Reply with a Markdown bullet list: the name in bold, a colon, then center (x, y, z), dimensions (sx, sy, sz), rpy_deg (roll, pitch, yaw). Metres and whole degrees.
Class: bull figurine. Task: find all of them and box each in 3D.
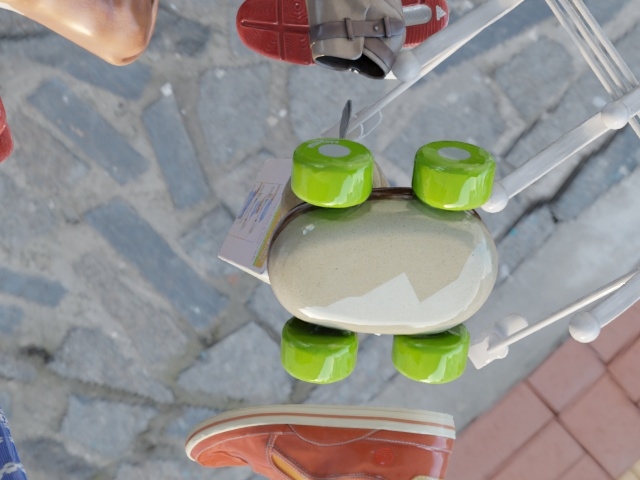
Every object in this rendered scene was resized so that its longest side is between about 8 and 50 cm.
- **bull figurine**: center (-0.275, -0.292, 1.344), dimensions (0.310, 0.101, 0.188), rpy_deg (28, 78, -50)

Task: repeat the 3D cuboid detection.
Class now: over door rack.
- **over door rack**: center (0.131, -0.036, 0.990), dimensions (0.108, 0.324, 0.239), rpy_deg (-33, 88, -32)

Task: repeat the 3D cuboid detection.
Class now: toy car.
- **toy car**: center (0.032, -0.016, 0.927), dimensions (0.149, 0.188, 0.155), rpy_deg (1, 116, -8)

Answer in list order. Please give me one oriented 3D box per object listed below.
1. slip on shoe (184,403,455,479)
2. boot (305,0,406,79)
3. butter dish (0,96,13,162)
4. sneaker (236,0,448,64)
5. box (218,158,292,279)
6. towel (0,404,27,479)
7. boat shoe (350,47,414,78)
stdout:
- **slip on shoe**: center (-0.011, 0.227, 1.412), dimensions (0.123, 0.331, 0.101), rpy_deg (21, 69, -53)
- **boot**: center (0.005, -0.159, 0.905), dimensions (0.118, 0.042, 0.087), rpy_deg (15, 69, -17)
- **butter dish**: center (-0.317, -0.116, 1.071), dimensions (0.160, 0.118, 0.160), rpy_deg (-32, 104, -37)
- **sneaker**: center (0.028, -0.230, 1.441), dimensions (0.221, 0.128, 0.087), rpy_deg (3, 98, 8)
- **box**: center (0.000, 0.000, 1.137), dimensions (0.114, 0.203, 0.103), rpy_deg (27, 87, -13)
- **towel**: center (-0.187, 0.238, 0.711), dimensions (0.040, 0.336, 0.243), rpy_deg (11, 120, -38)
- **boat shoe**: center (0.019, -0.318, 1.730), dimensions (0.320, 0.118, 0.103), rpy_deg (34, 139, -24)
